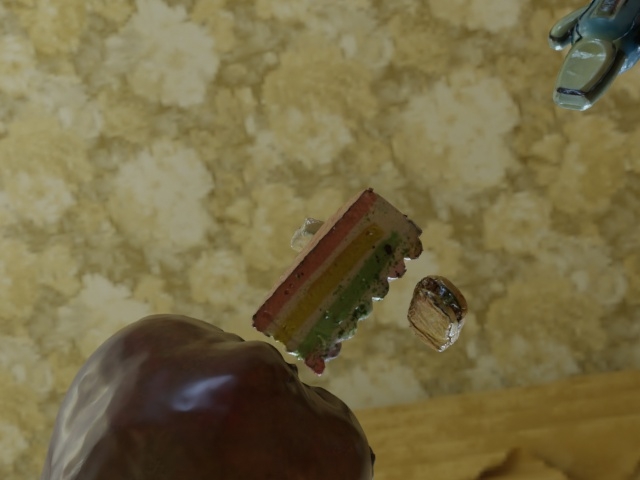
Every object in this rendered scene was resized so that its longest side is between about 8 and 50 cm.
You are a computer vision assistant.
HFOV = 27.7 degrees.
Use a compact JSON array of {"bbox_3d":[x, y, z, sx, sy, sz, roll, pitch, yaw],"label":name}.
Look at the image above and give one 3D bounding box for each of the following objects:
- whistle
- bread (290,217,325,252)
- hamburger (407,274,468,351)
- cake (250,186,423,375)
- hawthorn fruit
[{"bbox_3d":[0.274,-0.198,1.194,0.235,0.114,0.077,-57,-34,-33],"label":"whistle"},{"bbox_3d":[0.000,0.000,1.696,0.083,0.070,0.035,120,171,-70],"label":"bread"},{"bbox_3d":[0.133,0.081,1.478,0.044,0.076,0.083,-32,-24,-32],"label":"hamburger"},{"bbox_3d":[0.017,0.050,1.564,0.109,0.090,0.225,43,-105,-10],"label":"cake"},{"bbox_3d":[-0.116,0.234,1.188,0.324,0.308,0.308,-73,-34,-44],"label":"hawthorn fruit"}]
